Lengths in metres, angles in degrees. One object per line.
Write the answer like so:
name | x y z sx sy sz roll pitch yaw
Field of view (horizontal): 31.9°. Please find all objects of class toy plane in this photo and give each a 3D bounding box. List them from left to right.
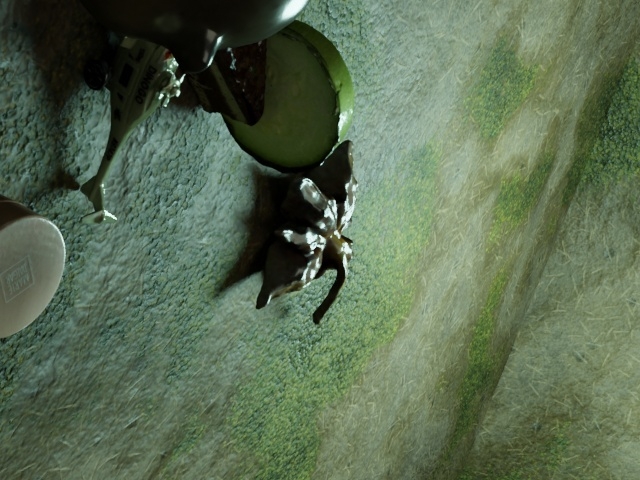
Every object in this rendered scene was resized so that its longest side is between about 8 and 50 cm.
toy plane | -0.234 -0.153 1.359 0.092 0.108 0.286 -9 133 -58

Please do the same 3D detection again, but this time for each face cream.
face cream | -0.372 0.022 1.242 0.149 0.104 0.149 -41 145 -38

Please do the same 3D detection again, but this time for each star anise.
star anise | -0.002 -0.001 1.891 0.292 0.109 0.350 -4 116 -55

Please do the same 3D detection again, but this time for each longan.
longan | -0.139 -0.326 1.199 0.300 0.300 0.243 -60 -166 -11

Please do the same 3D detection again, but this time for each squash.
squash | -0.032 -0.209 1.539 0.133 0.220 0.220 -35 141 -39

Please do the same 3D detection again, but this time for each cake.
cake | -0.118 -0.270 1.450 0.135 0.112 0.246 -59 153 -18
